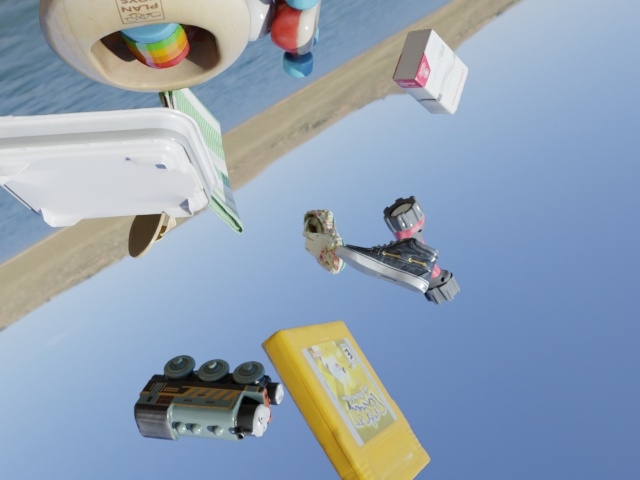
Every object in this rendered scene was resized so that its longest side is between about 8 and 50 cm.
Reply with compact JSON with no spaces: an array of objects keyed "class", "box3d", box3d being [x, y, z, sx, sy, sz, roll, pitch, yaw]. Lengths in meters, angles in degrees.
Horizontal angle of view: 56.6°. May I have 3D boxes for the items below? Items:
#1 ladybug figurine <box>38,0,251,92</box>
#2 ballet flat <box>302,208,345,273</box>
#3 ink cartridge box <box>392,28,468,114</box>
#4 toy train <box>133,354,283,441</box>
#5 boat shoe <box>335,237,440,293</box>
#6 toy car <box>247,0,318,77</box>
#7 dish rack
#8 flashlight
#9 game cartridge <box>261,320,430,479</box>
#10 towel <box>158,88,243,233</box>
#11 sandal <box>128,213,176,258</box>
[{"class":"ladybug figurine","box3d":[-0.265,-0.360,0.913,0.305,0.161,0.449,-11,179,-10]},{"class":"ballet flat","box3d":[0.000,0.000,1.278,0.077,0.091,0.241,11,-159,-12]},{"class":"ink cartridge box","box3d":[0.225,-0.337,1.204,0.063,0.150,0.109,11,-101,44]},{"class":"toy train","box3d":[-0.257,0.370,1.359,0.334,0.142,0.190,1,-150,14]},{"class":"boat shoe","box3d":[0.123,0.028,1.086,0.183,0.065,0.083,21,-105,21]},{"class":"toy car","box3d":[-0.121,-0.519,1.337,0.238,0.219,0.210,8,-125,0]},{"class":"dish rack","box3d":[-0.339,-0.097,0.929,0.333,0.072,0.285,-5,159,-1]},{"class":"flashlight","box3d":[0.272,0.030,1.551,0.103,0.304,0.103,-40,-156,-13]},{"class":"game cartridge","box3d":[0.058,0.295,1.068,0.053,0.323,0.285,-41,162,17]},{"class":"towel","box3d":[-0.251,-0.199,1.249,0.038,0.248,0.324,-26,-124,9]},{"class":"sandal","box3d":[-0.324,-0.059,1.214,0.088,0.079,0.240,-19,-125,26]}]
